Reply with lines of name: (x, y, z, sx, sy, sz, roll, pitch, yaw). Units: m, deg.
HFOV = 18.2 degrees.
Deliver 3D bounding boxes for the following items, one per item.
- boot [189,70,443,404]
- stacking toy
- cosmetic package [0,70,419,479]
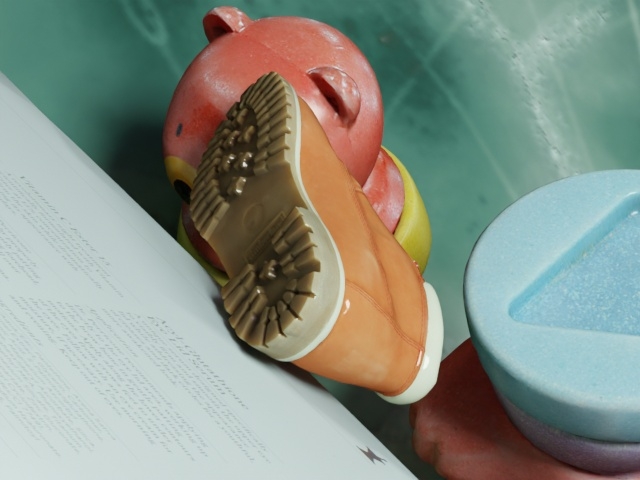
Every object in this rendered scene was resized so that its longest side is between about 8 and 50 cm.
boot: (0.000, 0.000, 0.778, 0.085, 0.059, 0.158, 28, 29, -32)
stacking toy: (0.021, 0.044, 0.814, 0.309, 0.130, 0.279, 23, 53, 26)
cosmetic package: (-0.160, 0.003, 0.677, 0.377, 0.097, 0.284, 43, 15, 24)
